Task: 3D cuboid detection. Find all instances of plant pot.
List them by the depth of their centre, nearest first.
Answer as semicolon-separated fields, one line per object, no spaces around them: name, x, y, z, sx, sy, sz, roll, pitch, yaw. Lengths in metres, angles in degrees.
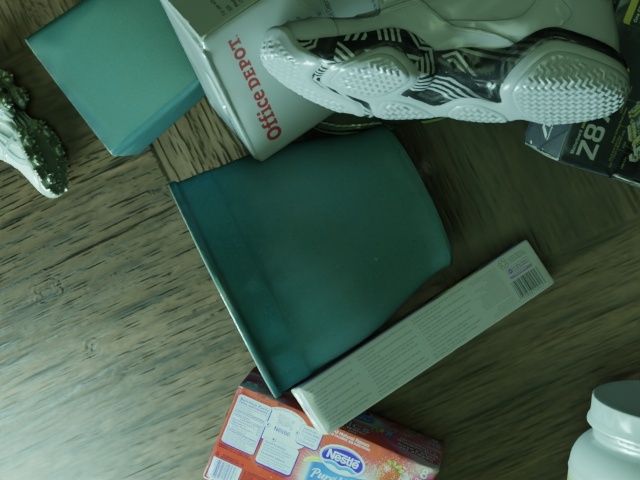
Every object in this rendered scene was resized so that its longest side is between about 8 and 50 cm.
plant pot;0.000;0.000;1.703;0.255;0.271;0.271;-27;93;-3
plant pot;-0.185;-0.234;1.737;0.234;0.166;0.165;-37;91;6

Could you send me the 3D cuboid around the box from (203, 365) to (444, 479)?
box;0.007;0.263;1.796;0.257;0.122;0.128;23;102;5

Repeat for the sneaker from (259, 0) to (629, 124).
sneaker;0.128;-0.236;1.508;0.366;0.137;0.210;4;73;5

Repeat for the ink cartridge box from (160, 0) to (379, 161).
ink cartridge box;-0.007;-0.253;1.604;0.289;0.211;0.121;-34;52;-8

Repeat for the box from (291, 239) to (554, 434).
box;0.119;0.110;1.725;0.324;0.063;0.067;-33;89;-12

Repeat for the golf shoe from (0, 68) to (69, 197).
golf shoe;-0.377;-0.121;1.842;0.086;0.069;0.176;-31;90;32

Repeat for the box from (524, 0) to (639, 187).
box;0.434;-0.234;1.603;0.318;0.097;0.394;14;103;-24

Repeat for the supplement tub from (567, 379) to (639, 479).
supplement tub;0.389;0.339;1.689;0.235;0.235;0.324;6;100;8

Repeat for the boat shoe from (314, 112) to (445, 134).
boat shoe;0.113;-0.188;1.721;0.305;0.091;0.109;-15;99;16
